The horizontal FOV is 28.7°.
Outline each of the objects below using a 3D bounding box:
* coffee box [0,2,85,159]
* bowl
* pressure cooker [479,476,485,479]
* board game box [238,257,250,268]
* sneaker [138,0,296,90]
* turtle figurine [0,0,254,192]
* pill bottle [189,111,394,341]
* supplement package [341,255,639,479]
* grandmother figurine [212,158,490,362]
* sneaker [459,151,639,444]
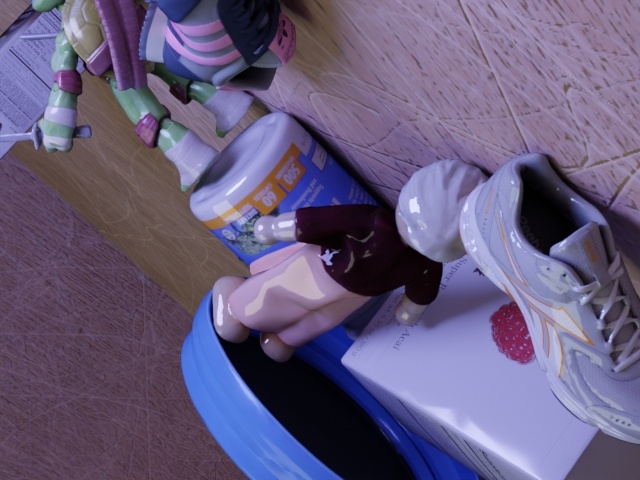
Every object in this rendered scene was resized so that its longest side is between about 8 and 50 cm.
[{"bbox_3d":[-0.404,-0.199,1.624,0.098,0.246,0.141,46,165,-22],"label":"coffee box"},{"bbox_3d":[0.010,0.198,1.400,0.391,0.077,0.391,36,-164,-12],"label":"bowl"},{"bbox_3d":[0.158,0.392,1.826,0.420,0.369,0.375,31,175,38],"label":"pressure cooker"},{"bbox_3d":[-0.053,0.048,1.952,0.170,0.048,0.141,37,169,9],"label":"board game box"},{"bbox_3d":[-0.072,-0.203,1.043,0.131,0.112,0.319,23,172,-6],"label":"sneaker"},{"bbox_3d":[-0.231,-0.168,1.376,0.266,0.274,0.198,37,-158,-10],"label":"turtle figurine"},{"bbox_3d":[0.000,0.000,1.384,0.272,0.152,0.152,44,167,-20],"label":"pill bottle"},{"bbox_3d":[0.204,0.152,1.273,0.293,0.177,0.175,27,164,43],"label":"supplement package"},{"bbox_3d":[0.031,0.017,1.194,0.208,0.104,0.342,18,148,-36],"label":"grandmother figurine"},{"bbox_3d":[0.209,0.045,0.990,0.262,0.099,0.121,52,161,13],"label":"sneaker"}]
